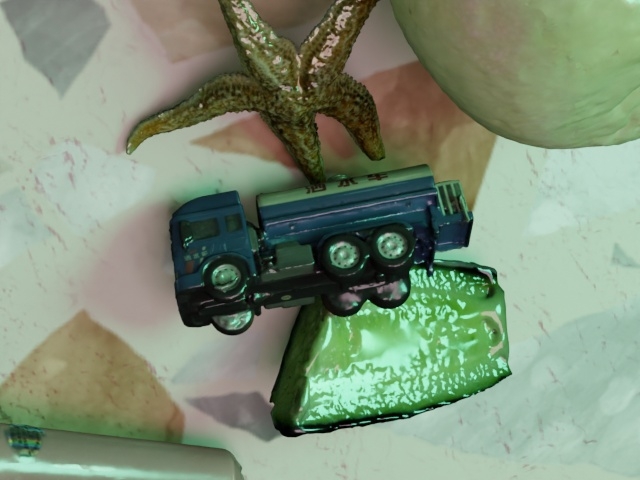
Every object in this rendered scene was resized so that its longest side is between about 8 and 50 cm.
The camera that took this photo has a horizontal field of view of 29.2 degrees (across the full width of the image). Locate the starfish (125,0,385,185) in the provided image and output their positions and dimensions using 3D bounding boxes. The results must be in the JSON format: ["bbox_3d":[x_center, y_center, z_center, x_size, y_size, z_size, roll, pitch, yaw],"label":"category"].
[{"bbox_3d":[-0.028,-0.099,0.785,0.217,0.050,0.223,-21,134,18],"label":"starfish"}]

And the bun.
[{"bbox_3d":[0.201,-0.222,0.716,0.361,0.213,0.361,-9,104,-39],"label":"bun"}]

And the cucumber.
[{"bbox_3d":[0.046,0.073,0.893,0.193,0.086,0.115,-7,82,-23],"label":"cucumber"}]

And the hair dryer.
[{"bbox_3d":[-0.204,0.176,0.826,0.352,0.125,0.210,13,108,-33],"label":"hair dryer"}]

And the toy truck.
[{"bbox_3d":[0.000,0.000,0.818,0.202,0.088,0.074,-10,155,-4],"label":"toy truck"}]
